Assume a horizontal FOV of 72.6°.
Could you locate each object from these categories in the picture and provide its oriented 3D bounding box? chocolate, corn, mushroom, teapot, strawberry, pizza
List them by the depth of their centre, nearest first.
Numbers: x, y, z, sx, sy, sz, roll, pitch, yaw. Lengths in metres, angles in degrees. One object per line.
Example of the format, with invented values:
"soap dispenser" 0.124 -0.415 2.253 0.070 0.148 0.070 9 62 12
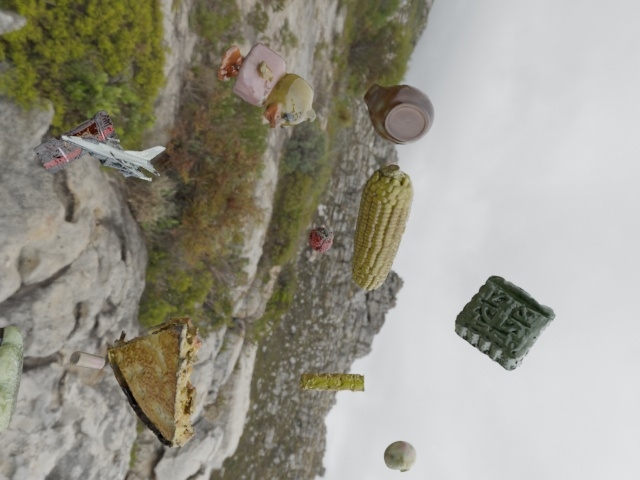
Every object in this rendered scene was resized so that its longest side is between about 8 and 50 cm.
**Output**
"teapot" 0.132 -0.219 0.739 0.098 0.129 0.078 -53 -148 31
"pizza" -0.335 0.243 0.874 0.074 0.251 0.288 -17 125 -57
"chocolate" -0.550 -0.226 0.990 0.182 0.028 0.086 -48 155 -29
"corn" 0.142 -0.020 1.043 0.121 0.120 0.363 -77 173 -47
"mushroom" 0.198 0.537 1.079 0.083 0.083 0.068 96 -22 -82
"strawberry" 0.000 0.000 1.404 0.096 0.083 0.083 98 4 -52

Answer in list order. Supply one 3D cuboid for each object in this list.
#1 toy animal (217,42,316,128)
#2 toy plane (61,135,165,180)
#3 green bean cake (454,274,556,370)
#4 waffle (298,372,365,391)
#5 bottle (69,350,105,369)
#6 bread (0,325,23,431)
"toy animal" -0.133 -0.418 1.203 0.169 0.281 0.195 -51 -169 -14
"toy plane" -0.453 -0.182 0.954 0.234 0.160 0.082 -8 138 -55
"green bean cake" 0.605 0.263 1.441 0.255 0.241 0.132 -42 143 -16
"waffle" 0.035 0.451 1.383 0.160 0.210 0.055 74 16 -69
"bottle" -0.710 0.368 1.331 0.096 0.045 0.045 43 53 -53
"bread" -0.716 0.299 0.997 0.286 0.056 0.208 8 -88 58
